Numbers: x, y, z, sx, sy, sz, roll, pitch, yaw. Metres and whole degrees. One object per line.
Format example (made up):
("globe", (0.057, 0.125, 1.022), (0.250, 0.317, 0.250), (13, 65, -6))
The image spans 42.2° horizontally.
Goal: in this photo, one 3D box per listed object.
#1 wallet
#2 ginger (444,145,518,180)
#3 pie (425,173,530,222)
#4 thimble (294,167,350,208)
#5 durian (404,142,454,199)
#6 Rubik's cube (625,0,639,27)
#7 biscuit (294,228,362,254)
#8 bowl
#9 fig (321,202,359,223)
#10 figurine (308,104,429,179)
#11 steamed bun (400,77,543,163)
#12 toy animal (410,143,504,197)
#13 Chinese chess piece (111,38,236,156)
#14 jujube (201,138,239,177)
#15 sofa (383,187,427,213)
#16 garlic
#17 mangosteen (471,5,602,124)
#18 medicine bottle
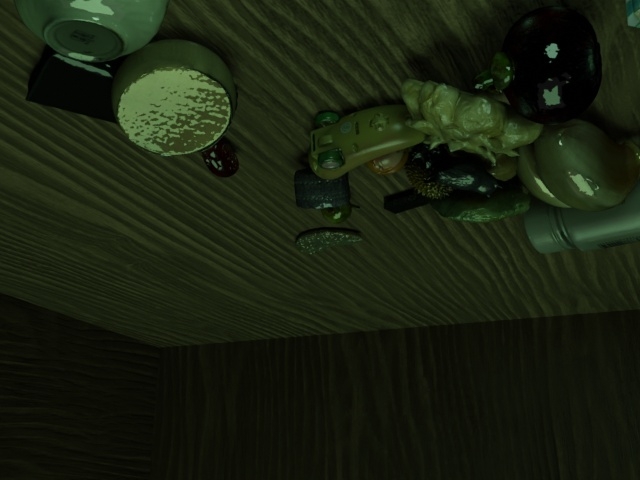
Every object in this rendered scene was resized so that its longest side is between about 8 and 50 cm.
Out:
("wallet", (-0.402, -0.311, 1.782), (0.406, 0.062, 0.228), (13, 157, -29))
("ginger", (0.398, -0.212, 1.896), (0.193, 0.115, 0.123), (32, 167, -20))
("pie", (0.390, -0.113, 2.082), (0.257, 0.105, 0.274), (3, -156, 6))
("thimble", (0.005, -0.138, 2.129), (0.150, 0.097, 0.150), (-5, -169, 1))
("durian", (0.283, -0.175, 2.006), (0.158, 0.168, 0.136), (-4, 128, -31))
("Rubik's cube", (0.579, -0.404, 1.441), (0.084, 0.073, 0.075), (2, 162, 4))
("biscuit", (0.001, -0.002, 2.690), (0.250, 0.032, 0.133), (-15, 154, 40))
("bowl", (-0.394, -0.399, 1.413), (0.277, 0.145, 0.277), (0, 163, 0))
("fig", (0.059, -0.080, 2.377), (0.093, 0.093, 0.166), (-7, 160, 21))
("figurine", (0.117, -0.219, 1.928), (0.325, 0.124, 0.222), (-14, 156, 28))
("steamed bun", (0.308, -0.234, 1.686), (0.292, 0.137, 0.295), (20, -170, 27))
("toy animal", (0.308, -0.149, 1.860), (0.210, 0.117, 0.121), (34, 150, -2))
("Chinese chess piece", (-0.293, -0.284, 1.670), (0.250, 0.103, 0.249), (-8, 140, -7))
("jujube", (-0.252, -0.206, 2.054), (0.077, 0.077, 0.129), (-5, 153, 16))
("sofa", (0.240, -0.112, 2.349), (0.118, 0.039, 0.060), (-17, 155, 40))
("garlic", (0.595, -0.179, 1.943), (0.313, 0.286, 0.249), (5, 117, -28))
("mangosteen", (0.403, -0.312, 1.509), (0.216, 0.216, 0.216), (1, 161, 0))
("medicine bottle", (0.718, -0.082, 2.156), (0.340, 0.208, 0.208), (-14, 156, 38))
